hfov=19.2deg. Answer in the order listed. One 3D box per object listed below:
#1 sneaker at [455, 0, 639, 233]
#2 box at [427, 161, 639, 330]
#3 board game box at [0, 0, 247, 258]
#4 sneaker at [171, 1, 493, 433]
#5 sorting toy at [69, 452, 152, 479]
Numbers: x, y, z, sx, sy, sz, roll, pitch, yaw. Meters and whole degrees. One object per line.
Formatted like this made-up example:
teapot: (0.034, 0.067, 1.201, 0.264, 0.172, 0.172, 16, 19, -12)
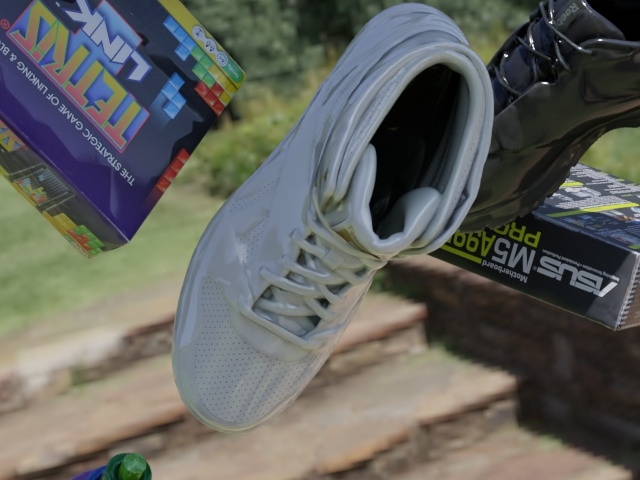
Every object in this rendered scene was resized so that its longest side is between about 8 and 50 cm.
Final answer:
sneaker: (0.154, -0.107, 1.243, 0.286, 0.109, 0.130, -28, -35, 7)
box: (0.190, -0.008, 1.433, 0.216, 0.060, 0.270, 23, 15, 28)
board game box: (-0.138, -0.099, 1.033, 0.048, 0.170, 0.141, -19, 32, 48)
sneaker: (0.000, 0.000, 1.091, 0.108, 0.292, 0.169, 27, 9, -10)
sorting toy: (-0.060, 0.274, 1.067, 0.127, 0.366, 0.126, -12, -29, -27)
